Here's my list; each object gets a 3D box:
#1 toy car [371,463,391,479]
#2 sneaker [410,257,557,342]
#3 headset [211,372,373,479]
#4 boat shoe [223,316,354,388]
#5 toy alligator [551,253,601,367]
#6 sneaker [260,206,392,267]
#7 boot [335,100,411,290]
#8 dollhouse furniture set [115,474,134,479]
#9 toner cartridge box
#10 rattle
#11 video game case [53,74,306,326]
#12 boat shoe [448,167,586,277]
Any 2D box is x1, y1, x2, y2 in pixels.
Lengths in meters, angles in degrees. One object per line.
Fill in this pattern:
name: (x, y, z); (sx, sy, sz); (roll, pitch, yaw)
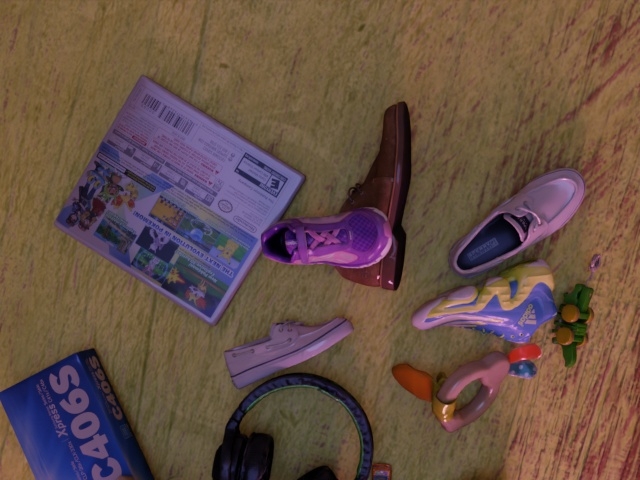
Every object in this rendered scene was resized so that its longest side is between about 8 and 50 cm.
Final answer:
toy car: (0.136, 0.416, 1.618); (0.122, 0.040, 0.060); (20, 94, 5)
sneaker: (0.272, 0.123, 1.570); (0.240, 0.091, 0.126); (-22, 90, 5)
headset: (-0.073, 0.405, 1.567); (0.243, 0.185, 0.394); (28, 91, 5)
boat shoe: (-0.059, 0.168, 1.609); (0.226, 0.083, 0.076); (-27, 90, 7)
toy alligator: (0.408, 0.109, 1.577); (0.051, 0.056, 0.190); (16, 95, 46)
sneaker: (0.000, 0.000, 1.540); (0.236, 0.104, 0.095); (-5, 88, 37)
boot: (0.086, -0.076, 1.581); (0.115, 0.112, 0.305); (9, 95, 16)
dollhouse furniture set: (-0.297, 0.451, 1.462); (0.303, 0.174, 0.355); (-48, 65, 0)
toner cartridge box: (-0.390, 0.374, 1.638); (0.165, 0.075, 0.348); (-28, 84, 11)
rattle: (0.244, 0.210, 1.606); (0.199, 0.142, 0.130); (-42, 120, -9)
video game case: (-0.238, -0.067, 1.645); (0.329, 0.036, 0.300); (32, 95, 3)
boat shoe: (0.320, -0.023, 1.562); (0.258, 0.084, 0.095); (-41, 87, 6)
